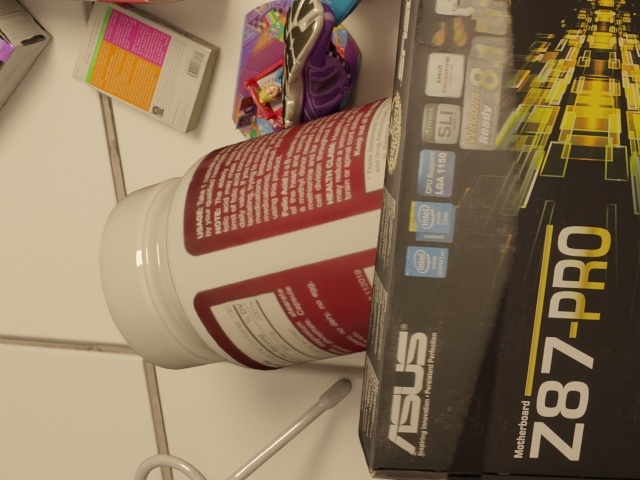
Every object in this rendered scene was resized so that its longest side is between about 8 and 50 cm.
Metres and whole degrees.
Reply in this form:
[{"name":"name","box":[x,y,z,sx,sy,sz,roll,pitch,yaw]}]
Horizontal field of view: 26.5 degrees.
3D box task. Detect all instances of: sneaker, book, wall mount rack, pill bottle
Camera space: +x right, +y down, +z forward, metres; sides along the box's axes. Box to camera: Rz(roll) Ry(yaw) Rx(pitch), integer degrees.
[{"name":"sneaker","box":[0.000,-0.166,1.260,0.071,0.068,0.170,-2,154,-5]},{"name":"book","box":[-0.183,-0.186,1.420,0.144,0.035,0.096,28,116,16]},{"name":"wall mount rack","box":[-0.026,0.329,1.473,0.350,0.130,0.304,51,126,3]},{"name":"pill bottle","box":[0.000,0.000,1.275,0.392,0.224,0.224,-13,101,31]}]

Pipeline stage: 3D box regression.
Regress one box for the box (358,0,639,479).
[{"name":"box","box":[0.205,-0.007,1.049,0.318,0.097,0.395,4,104,-6]}]

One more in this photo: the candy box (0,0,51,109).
[{"name":"candy box","box":[-0.420,-0.234,1.505,0.196,0.070,0.165,47,123,5]}]

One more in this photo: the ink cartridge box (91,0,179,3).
[{"name":"ink cartridge box","box":[-0.255,-0.344,1.338,0.283,0.117,0.207,8,111,30]}]

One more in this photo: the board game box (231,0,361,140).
[{"name":"board game box","box":[-0.033,-0.152,1.350,0.133,0.033,0.169,20,116,21]}]

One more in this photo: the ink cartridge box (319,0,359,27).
[{"name":"ink cartridge box","box":[0.024,-0.320,1.217,0.148,0.086,0.203,40,121,-1]}]
